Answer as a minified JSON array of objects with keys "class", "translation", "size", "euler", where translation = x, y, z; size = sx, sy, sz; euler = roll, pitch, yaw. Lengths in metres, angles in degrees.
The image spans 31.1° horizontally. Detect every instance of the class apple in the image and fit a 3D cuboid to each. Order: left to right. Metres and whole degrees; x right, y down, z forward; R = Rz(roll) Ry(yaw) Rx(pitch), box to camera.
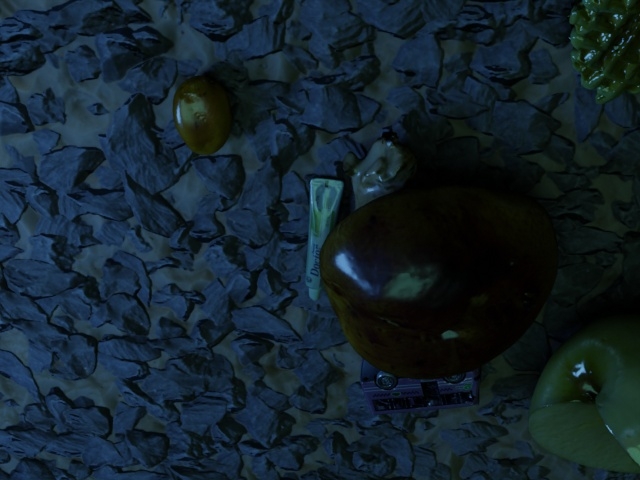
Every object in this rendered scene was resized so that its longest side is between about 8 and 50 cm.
[{"class":"apple","translation":[0.460,0.231,1.612],"size":[0.258,0.295,0.233],"euler":[28,83,-22]}]

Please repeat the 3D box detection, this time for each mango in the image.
[{"class":"mango","translation":[-0.158,-0.164,1.539],"size":[0.080,0.060,0.114],"euler":[-5,120,-10]}]

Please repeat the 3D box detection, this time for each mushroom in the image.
[{"class":"mushroom","translation":[0.153,0.023,1.564],"size":[0.345,0.259,0.345],"euler":[-10,144,-8]}]

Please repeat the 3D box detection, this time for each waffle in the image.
[{"class":"waffle","translation":[0.403,-0.260,1.405],"size":[0.208,0.054,0.214],"euler":[-18,141,20]}]

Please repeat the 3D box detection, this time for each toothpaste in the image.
[{"class":"toothpaste","translation":[0.000,0.000,1.643],"size":[0.048,0.029,0.197],"euler":[7,119,0]}]

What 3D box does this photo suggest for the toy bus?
[{"class":"toy bus","translation":[0.154,0.204,1.722],"size":[0.178,0.087,0.098],"euler":[-8,122,13]}]
